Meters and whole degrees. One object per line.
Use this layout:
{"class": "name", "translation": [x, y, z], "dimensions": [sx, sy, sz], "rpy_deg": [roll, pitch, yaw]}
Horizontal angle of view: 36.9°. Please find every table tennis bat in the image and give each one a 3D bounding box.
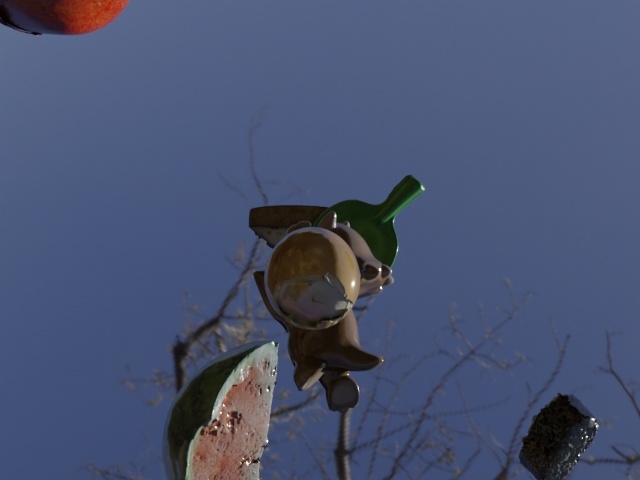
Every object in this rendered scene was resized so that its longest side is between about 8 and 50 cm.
{"class": "table tennis bat", "translation": [0.090, -0.023, 1.739], "dimensions": [0.257, 0.160, 0.039], "rpy_deg": [-44, -177, -11]}

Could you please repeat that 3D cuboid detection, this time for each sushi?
{"class": "sushi", "translation": [0.382, 0.320, 1.547], "dimensions": [0.078, 0.091, 0.150], "rpy_deg": [48, -54, 45]}

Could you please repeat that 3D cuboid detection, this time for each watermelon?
{"class": "watermelon", "translation": [-0.162, 0.301, 1.551], "dimensions": [0.224, 0.180, 0.305], "rpy_deg": [-144, -117, -79]}

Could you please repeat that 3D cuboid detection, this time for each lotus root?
{"class": "lotus root", "translation": [0.000, 0.000, 1.853], "dimensions": [0.170, 0.261, 0.074], "rpy_deg": [-13, -125, 27]}

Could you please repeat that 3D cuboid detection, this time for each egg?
{"class": "egg", "translation": [-0.007, 0.027, 0.794], "dimensions": [0.080, 0.080, 0.096], "rpy_deg": [-27, -151, 21]}

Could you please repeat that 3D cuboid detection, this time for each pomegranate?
{"class": "pomegranate", "translation": [-0.301, -0.326, 1.035], "dimensions": [0.210, 0.235, 0.210], "rpy_deg": [-4, -100, 21]}

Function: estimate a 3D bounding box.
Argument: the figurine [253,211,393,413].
{"class": "figurine", "translation": [0.025, 0.084, 1.356], "dimensions": [0.173, 0.177, 0.247], "rpy_deg": [-29, -125, 13]}
